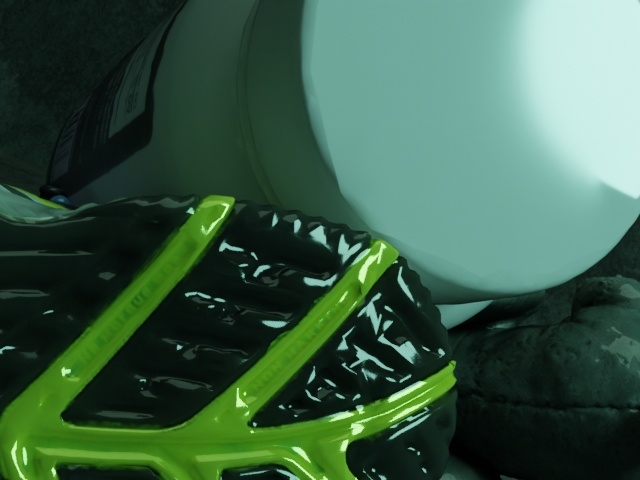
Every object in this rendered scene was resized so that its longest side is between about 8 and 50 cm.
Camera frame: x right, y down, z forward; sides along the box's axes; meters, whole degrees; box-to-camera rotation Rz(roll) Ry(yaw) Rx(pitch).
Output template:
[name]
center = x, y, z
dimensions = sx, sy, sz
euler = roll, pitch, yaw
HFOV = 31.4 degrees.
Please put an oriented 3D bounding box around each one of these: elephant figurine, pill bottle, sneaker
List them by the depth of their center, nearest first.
[sneaker]
center = -0.149, 0.037, 0.358
dimensions = 0.385, 0.145, 0.147
euler = 19, -22, -24
[pill bottle]
center = -0.009, -0.043, 0.595
dimensions = 0.204, 0.204, 0.361
euler = 18, -13, -23
[elephant figurine]
center = 0.086, 0.094, 0.691
dimensions = 0.240, 0.186, 0.169
euler = 9, 45, 2

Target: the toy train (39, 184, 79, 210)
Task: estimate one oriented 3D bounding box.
[toy train]
center = -0.137, 0.030, 0.550
dimensions = 0.080, 0.105, 0.184
euler = 18, 2, -20
